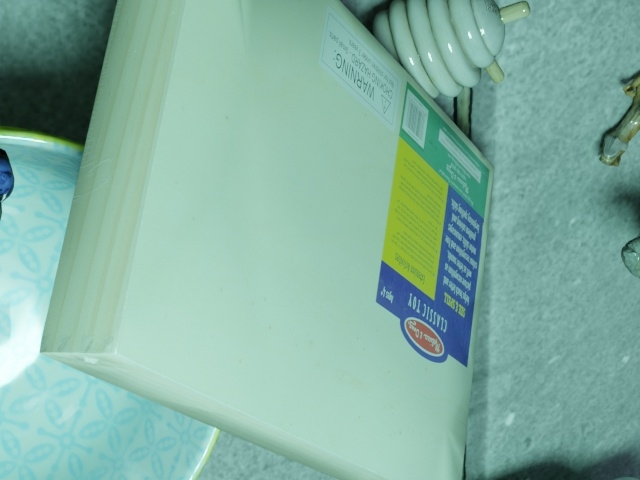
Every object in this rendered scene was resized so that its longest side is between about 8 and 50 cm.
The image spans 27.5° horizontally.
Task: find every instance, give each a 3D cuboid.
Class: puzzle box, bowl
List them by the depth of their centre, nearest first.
[{"bbox_3d":[-0.211,0.059,0.815,0.289,0.156,0.289,-5,107,-17],"label":"bowl"},{"bbox_3d":[0.000,0.000,0.821,0.409,0.052,0.272,37,56,-53],"label":"puzzle box"}]

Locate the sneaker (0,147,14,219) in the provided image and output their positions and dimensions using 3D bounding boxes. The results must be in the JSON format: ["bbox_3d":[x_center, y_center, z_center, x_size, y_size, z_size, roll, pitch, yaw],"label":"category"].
[{"bbox_3d":[-0.238,0.023,0.643,0.182,0.127,0.315,-7,105,-13],"label":"sneaker"}]

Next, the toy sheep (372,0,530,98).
[{"bbox_3d":[0.086,-0.141,0.926,0.132,0.091,0.091,-22,130,18],"label":"toy sheep"}]

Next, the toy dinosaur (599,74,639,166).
[{"bbox_3d":[0.311,-0.140,1.083,0.211,0.064,0.112,-28,145,-1],"label":"toy dinosaur"}]

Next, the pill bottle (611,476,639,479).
[{"bbox_3d":[0.162,0.327,1.167,0.334,0.188,0.188,-14,122,-23],"label":"pill bottle"}]

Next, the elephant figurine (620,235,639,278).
[{"bbox_3d":[0.345,-0.002,1.119,0.239,0.186,0.169,17,71,-9],"label":"elephant figurine"}]
